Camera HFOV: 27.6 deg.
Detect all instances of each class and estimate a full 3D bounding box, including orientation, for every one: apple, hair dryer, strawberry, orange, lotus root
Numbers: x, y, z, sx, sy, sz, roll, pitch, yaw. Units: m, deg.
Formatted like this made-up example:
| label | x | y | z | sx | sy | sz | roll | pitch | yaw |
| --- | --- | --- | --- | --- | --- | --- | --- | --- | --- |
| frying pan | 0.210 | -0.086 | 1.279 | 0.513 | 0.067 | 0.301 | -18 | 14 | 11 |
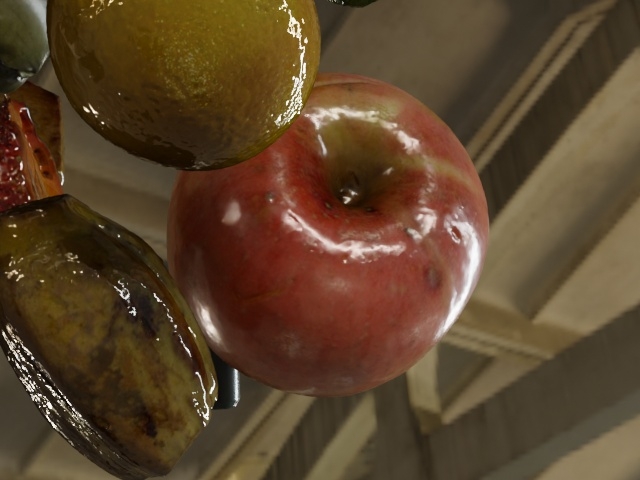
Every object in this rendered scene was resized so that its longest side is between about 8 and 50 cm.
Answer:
| label | x | y | z | sx | sy | sz | roll | pitch | yaw |
| --- | --- | --- | --- | --- | --- | --- | --- | --- | --- |
| apple | 0.000 | 0.000 | 1.451 | 0.363 | 0.364 | 0.364 | -3 | -34 | -2 |
| hair dryer | -0.057 | 0.147 | 1.573 | 0.197 | 0.101 | 0.057 | -4 | 6 | -4 |
| strawberry | -0.331 | -0.049 | 1.416 | 0.085 | 0.140 | 0.192 | -15 | -51 | 6 |
| orange | -0.110 | -0.169 | 1.063 | 0.236 | 0.236 | 0.236 | -3 | -34 | -2 |
| lotus root | -0.204 | 0.082 | 1.238 | 0.193 | 0.193 | 0.291 | -26 | -74 | 28 |

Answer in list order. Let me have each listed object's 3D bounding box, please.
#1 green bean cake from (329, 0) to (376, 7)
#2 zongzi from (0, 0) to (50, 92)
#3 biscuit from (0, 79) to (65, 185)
| label | x | y | z | sx | sy | sz | roll | pitch | yaw |
| --- | --- | --- | --- | --- | --- | --- | --- | --- | --- |
| green bean cake | 0.061 | -0.397 | 1.548 | 0.214 | 0.113 | 0.200 | -21 | -63 | 31 |
| zongzi | -0.394 | -0.333 | 1.228 | 0.356 | 0.174 | 0.393 | 24 | -45 | -4 |
| biscuit | -0.490 | -0.103 | 1.651 | 0.359 | 0.359 | 0.046 | -4 | -40 | -1 |
